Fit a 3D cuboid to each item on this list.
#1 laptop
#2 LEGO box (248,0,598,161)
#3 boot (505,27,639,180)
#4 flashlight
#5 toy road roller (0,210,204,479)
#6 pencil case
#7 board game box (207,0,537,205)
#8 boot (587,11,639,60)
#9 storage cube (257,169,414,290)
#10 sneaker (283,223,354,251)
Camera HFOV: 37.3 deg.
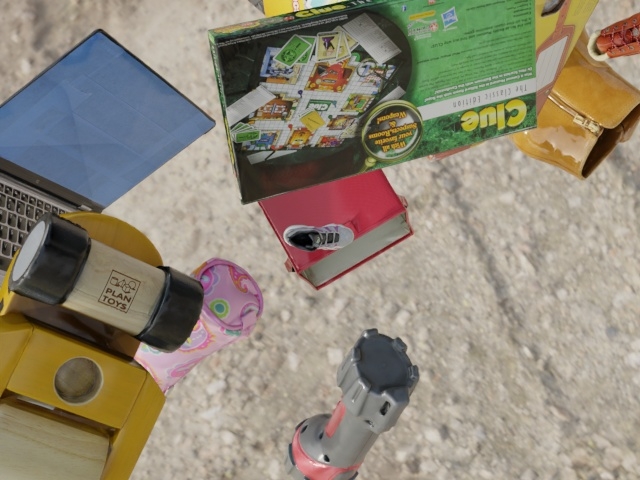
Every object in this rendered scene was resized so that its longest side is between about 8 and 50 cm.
[{"bbox_3d":[-0.346,-0.036,1.395,0.236,0.382,0.407,-2,77,18],"label":"laptop"},{"bbox_3d":[0.129,-0.397,0.936,0.193,0.500,0.372,-23,57,-39],"label":"LEGO box"},{"bbox_3d":[0.371,-0.244,1.325,0.211,0.104,0.295,34,100,36],"label":"boot"},{"bbox_3d":[0.032,0.209,1.134,0.103,0.304,0.103,25,51,4],"label":"flashlight"},{"bbox_3d":[-0.299,0.127,1.094,0.241,0.203,0.329,12,76,62],"label":"toy road roller"},{"bbox_3d":[-0.203,0.140,1.354,0.284,0.124,0.124,-40,46,36],"label":"pencil case"},{"bbox_3d":[0.049,-0.123,0.736,0.260,0.136,0.030,-15,27,-15],"label":"board game box"},{"bbox_3d":[0.385,-0.249,1.153,0.085,0.158,0.059,-16,93,-6],"label":"boot"},{"bbox_3d":[0.012,-0.059,1.482,0.215,0.183,0.193,-30,76,3],"label":"storage cube"},{"bbox_3d":[0.000,0.000,1.300,0.098,0.069,0.038,-3,100,-5],"label":"sneaker"}]
